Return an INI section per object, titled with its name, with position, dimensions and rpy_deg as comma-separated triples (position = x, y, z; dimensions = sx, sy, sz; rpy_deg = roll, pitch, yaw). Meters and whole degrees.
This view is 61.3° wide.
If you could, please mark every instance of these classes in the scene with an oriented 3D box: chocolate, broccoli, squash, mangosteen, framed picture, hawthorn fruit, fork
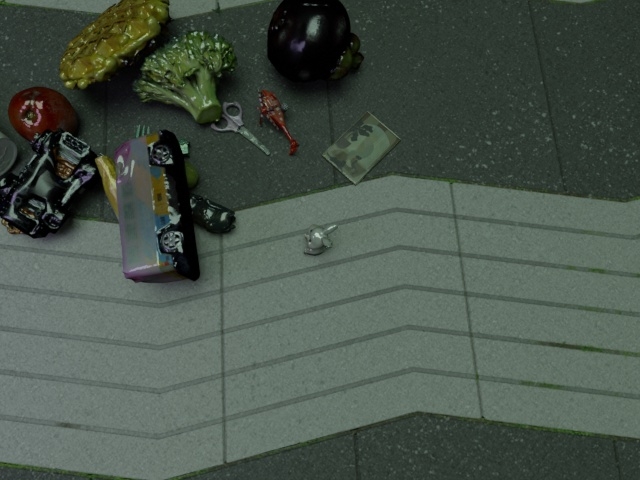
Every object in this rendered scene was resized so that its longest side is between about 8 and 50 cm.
[chocolate]
position = -0.536, -0.126, 1.454
dimensions = 0.085, 0.085, 0.219
rpy_deg = -23, 104, -7
[broccoli]
position = -0.373, -0.448, 1.522
dimensions = 0.248, 0.288, 0.246
rpy_deg = -24, 84, -45
[squash]
position = -0.465, -0.192, 1.505
dimensions = 0.250, 0.083, 0.083
rpy_deg = 7, 75, -5
[mangosteen]
position = -0.009, -0.577, 1.554
dimensions = 0.287, 0.288, 0.233
rpy_deg = 1, 114, -1
[framed picture]
position = 0.121, -0.273, 1.584
dimensions = 0.136, 0.010, 0.201
rpy_deg = 43, 79, 10
[hawthorn fruit]
position = -0.774, -0.348, 1.505
dimensions = 0.172, 0.173, 0.173
rpy_deg = 0, 75, -1
[fork]
position = -0.537, -0.222, 1.553
dimensions = 0.039, 0.021, 0.235
rpy_deg = 10, 76, 6

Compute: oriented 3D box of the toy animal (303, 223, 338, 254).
[toy animal]
position = -0.006, -0.002, 1.451
dimensions = 0.085, 0.124, 0.071
rpy_deg = 16, 70, 1

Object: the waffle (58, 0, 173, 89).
[waffle]
position = -0.585, -0.573, 1.521
dimensions = 0.379, 0.095, 0.382
rpy_deg = -36, 41, 3

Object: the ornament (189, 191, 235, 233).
[ornament]
position = -0.357, -0.001, 1.469
dimensions = 0.202, 0.080, 0.236
rpy_deg = 22, 73, 8

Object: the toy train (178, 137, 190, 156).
[toy train]
position = -0.419, -0.266, 1.560
dimensions = 0.083, 0.033, 0.053
rpy_deg = -5, 79, -2

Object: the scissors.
[scissors]
position = -0.227, -0.321, 1.584
dimensions = 0.212, 0.021, 0.110
rpy_deg = 41, 80, 11

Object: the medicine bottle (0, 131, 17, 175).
[medicine bottle]
position = -0.998, -0.303, 1.486
dimensions = 0.293, 0.170, 0.170
rpy_deg = 36, 77, 9

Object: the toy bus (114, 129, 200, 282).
[toy bus]
position = -0.419, -0.083, 1.359
dimensions = 0.162, 0.171, 0.387
rpy_deg = -10, 76, -2

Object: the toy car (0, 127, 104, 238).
[toy car]
position = -0.730, -0.151, 1.447
dimensions = 0.193, 0.118, 0.301
rpy_deg = 38, 80, -20

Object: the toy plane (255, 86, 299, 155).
[toy plane]
position = -0.114, -0.350, 1.558
dimensions = 0.194, 0.126, 0.077
rpy_deg = 45, 51, 11

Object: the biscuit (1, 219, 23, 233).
[biscuit]
position = -0.799, -0.098, 1.508
dimensions = 0.133, 0.027, 0.184
rpy_deg = 14, 78, -5
